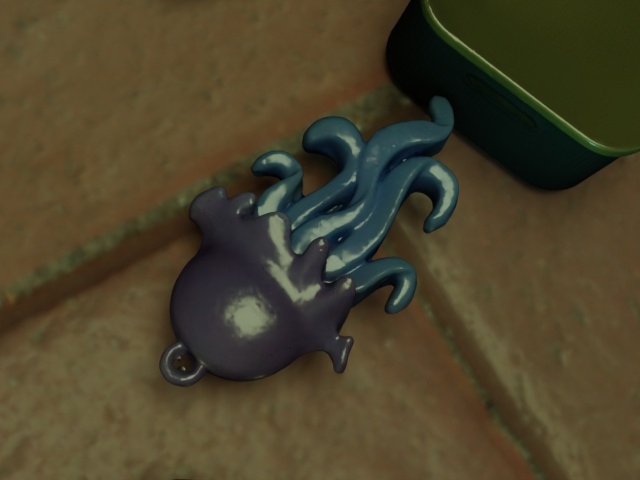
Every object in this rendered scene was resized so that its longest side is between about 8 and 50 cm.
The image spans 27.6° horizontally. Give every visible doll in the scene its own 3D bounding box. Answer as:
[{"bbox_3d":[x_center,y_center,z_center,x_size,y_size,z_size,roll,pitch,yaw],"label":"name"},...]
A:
[{"bbox_3d":[0.000,0.000,0.639,0.206,0.067,0.110,-41,77,-19],"label":"doll"}]

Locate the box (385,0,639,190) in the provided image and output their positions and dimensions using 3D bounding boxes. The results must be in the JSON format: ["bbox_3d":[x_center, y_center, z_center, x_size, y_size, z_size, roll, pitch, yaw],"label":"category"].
[{"bbox_3d":[0.138,-0.136,0.701,0.144,0.090,0.201,36,69,-2],"label":"box"}]

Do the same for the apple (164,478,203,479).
[{"bbox_3d":[-0.083,0.259,0.512,0.179,0.254,0.346,42,61,-43],"label":"apple"}]
